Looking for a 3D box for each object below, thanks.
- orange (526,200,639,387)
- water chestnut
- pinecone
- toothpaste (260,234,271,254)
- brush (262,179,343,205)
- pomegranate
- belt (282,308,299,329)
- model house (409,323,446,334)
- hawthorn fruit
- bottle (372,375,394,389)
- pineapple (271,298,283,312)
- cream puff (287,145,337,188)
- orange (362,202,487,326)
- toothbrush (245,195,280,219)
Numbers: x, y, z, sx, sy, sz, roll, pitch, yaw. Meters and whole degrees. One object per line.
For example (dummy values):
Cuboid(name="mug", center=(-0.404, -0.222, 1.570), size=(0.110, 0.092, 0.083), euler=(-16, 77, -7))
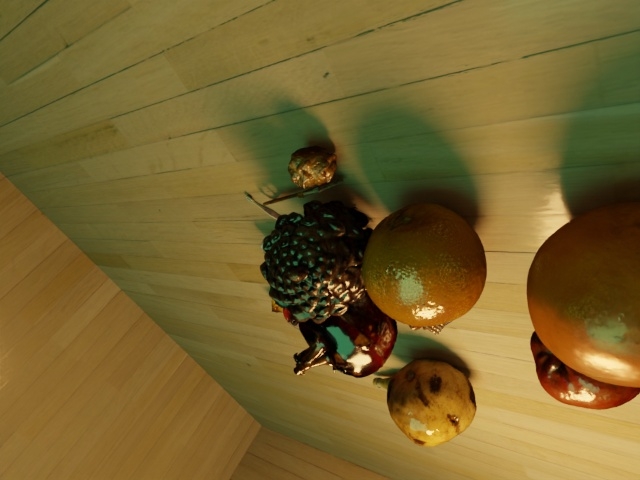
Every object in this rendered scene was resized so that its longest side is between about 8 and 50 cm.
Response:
Cuboid(name="orange", center=(0.509, 0.088, 0.768), size=(0.312, 0.312, 0.312), euler=(23, 146, 17))
Cuboid(name="water chestnut", center=(0.058, 0.287, 1.399), size=(0.335, 0.347, 0.335), euler=(33, 154, 18))
Cuboid(name="pinecone", center=(0.009, 0.042, 1.171), size=(0.242, 0.296, 0.298), euler=(11, 108, 51))
Cuboid(name="toothpaste", center=(-0.063, 0.068, 1.389), size=(0.299, 0.114, 0.073), euler=(29, 115, 38))
Cuboid(name="brush", center=(-0.066, -0.118, 1.217), size=(0.314, 0.090, 0.017), euler=(-6, 104, 53))
Cuboid(name="pomegranate", center=(0.356, 0.515, 1.497), size=(0.281, 0.281, 0.281), euler=(23, 146, 17))
Cuboid(name="belt", center=(-0.060, 0.239, 1.630), size=(0.128, 0.124, 0.200), euler=(31, 147, 9))
Cuboid(name="model house", center=(0.278, 0.198, 1.254), size=(0.148, 0.148, 0.119), euler=(36, 149, 2))
Cuboid(name="hawthorn fruit", center=(0.600, 0.264, 1.021), size=(0.261, 0.224, 0.224), euler=(24, 155, -29))
Cuboid(name="bottle", center=(0.297, 0.548, 1.757), size=(0.083, 0.083, 0.270), euler=(46, 151, -18))
Cuboid(name="pineapple", center=(-0.158, 0.257, 1.793), size=(0.114, 0.077, 0.114), euler=(37, 161, 3))
Cuboid(name="cream puff", center=(-0.020, -0.166, 1.074), size=(0.122, 0.116, 0.094), euler=(39, 139, 47))
Cuboid(name="orange", center=(0.221, 0.054, 1.011), size=(0.274, 0.274, 0.274), euler=(23, 146, 17))
Cuboid(name="toothbrush", center=(-0.139, -0.075, 1.389), size=(0.204, 0.017, 0.022), euler=(35, 167, 0))
